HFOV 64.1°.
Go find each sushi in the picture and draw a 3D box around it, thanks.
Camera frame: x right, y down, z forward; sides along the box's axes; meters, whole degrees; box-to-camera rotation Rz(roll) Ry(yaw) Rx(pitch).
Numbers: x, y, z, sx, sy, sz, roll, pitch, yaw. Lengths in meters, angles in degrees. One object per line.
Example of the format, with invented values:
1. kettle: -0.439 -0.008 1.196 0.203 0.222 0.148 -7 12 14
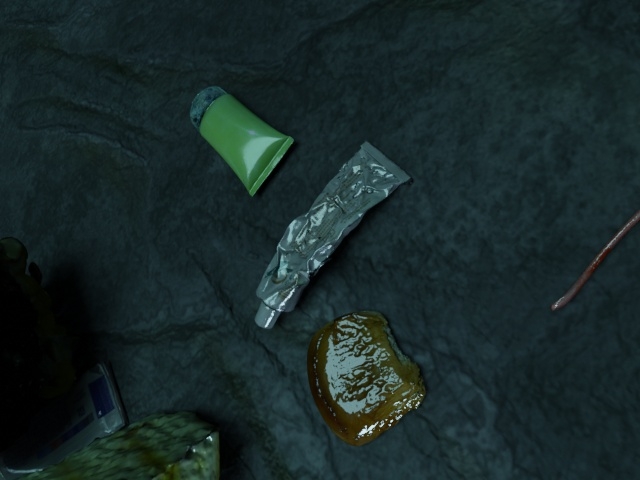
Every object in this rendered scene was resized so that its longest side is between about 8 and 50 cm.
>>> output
1. sushi: -0.520 0.181 0.756 0.328 0.285 0.328 -47 74 11

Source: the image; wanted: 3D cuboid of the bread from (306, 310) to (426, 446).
1. bread: 0.038 0.145 0.554 0.126 0.044 0.129 -38 60 18

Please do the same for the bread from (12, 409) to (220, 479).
1. bread: -0.265 0.388 0.545 0.239 0.396 0.263 -17 92 58

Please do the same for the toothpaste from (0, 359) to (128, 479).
1. toothpaste: -0.416 0.304 0.791 0.283 0.068 0.099 -36 93 9

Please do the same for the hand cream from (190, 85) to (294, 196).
1. hand cream: -0.118 -0.149 0.712 0.175 0.046 0.095 44 102 24

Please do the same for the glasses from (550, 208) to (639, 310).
1. glasses: 0.348 0.036 0.395 0.268 0.118 0.234 -50 59 36

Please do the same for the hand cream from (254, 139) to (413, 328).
1. hand cream: -0.002 -0.001 0.610 0.257 0.050 0.084 -52 56 8
